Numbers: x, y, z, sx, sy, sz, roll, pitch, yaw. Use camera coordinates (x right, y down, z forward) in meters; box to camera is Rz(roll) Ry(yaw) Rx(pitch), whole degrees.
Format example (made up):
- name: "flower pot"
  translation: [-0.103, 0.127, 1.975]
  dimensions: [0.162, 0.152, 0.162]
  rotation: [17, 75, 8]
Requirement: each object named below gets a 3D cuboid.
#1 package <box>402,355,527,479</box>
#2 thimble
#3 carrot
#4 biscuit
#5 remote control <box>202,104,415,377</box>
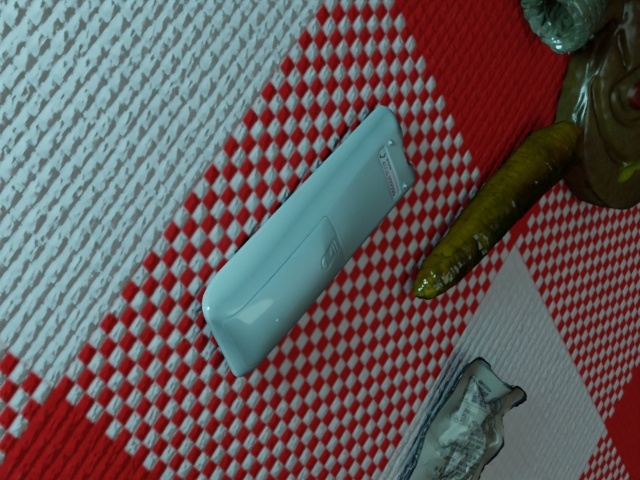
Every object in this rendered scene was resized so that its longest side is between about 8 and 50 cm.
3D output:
- name: "package"
  translation: [0.163, 0.255, 1.512]
  dimensions: [0.166, 0.040, 0.232]
  rotation: [29, 88, -50]
- name: "thimble"
  translation: [0.272, -0.261, 1.397]
  dimensions: [0.062, 0.084, 0.110]
  rotation: [-53, 152, -22]
- name: "carrot"
  translation: [0.197, -0.034, 1.419]
  dimensions: [0.314, 0.066, 0.066]
  rotation: [-44, 135, -29]
- name: "biscuit"
  translation: [0.414, -0.233, 1.602]
  dimensions: [0.350, 0.070, 0.394]
  rotation: [19, 89, -54]
- name: "remote control"
  translation: [-0.001, 0.000, 1.180]
  dimensions: [0.293, 0.051, 0.103]
  rotation: [-50, 137, -29]
